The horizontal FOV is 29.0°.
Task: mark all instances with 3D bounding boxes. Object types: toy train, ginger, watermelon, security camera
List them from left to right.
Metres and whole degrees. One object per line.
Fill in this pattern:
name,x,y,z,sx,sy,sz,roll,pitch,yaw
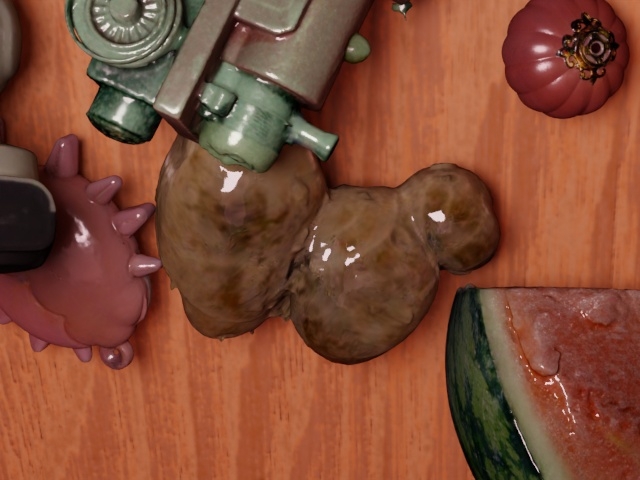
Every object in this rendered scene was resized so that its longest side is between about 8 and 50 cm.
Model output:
security camera,-0.325,-0.109,1.021,0.197,0.191,0.277,-3,87,-24
toy train,-0.050,-0.193,0.955,0.222,0.150,0.304,26,89,5
ginger,0.000,0.000,1.096,0.304,0.155,0.244,16,110,-10
watermelon,0.233,0.153,1.157,0.250,0.293,0.283,-26,85,57

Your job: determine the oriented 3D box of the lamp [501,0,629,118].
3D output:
lamp,0.201,-0.153,1.017,0.108,0.092,0.107,-2,94,-22

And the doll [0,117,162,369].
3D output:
doll,-0.249,0.006,1.148,0.211,0.093,0.262,-35,93,27
